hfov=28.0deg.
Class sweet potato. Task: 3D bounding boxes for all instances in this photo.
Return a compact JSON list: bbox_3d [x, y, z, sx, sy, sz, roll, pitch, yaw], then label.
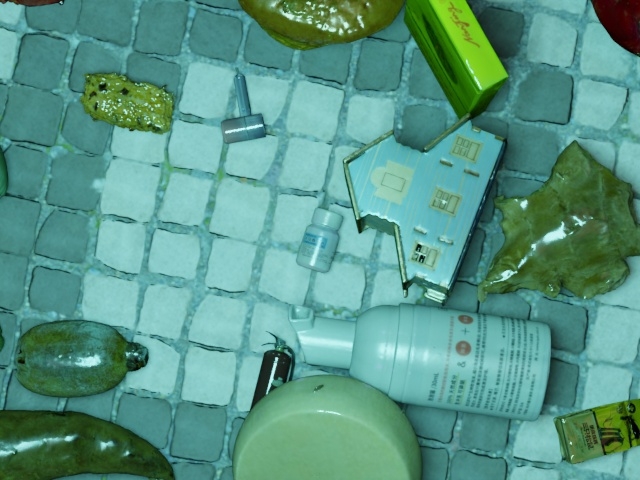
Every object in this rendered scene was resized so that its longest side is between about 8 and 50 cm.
[{"bbox_3d":[-0.421,0.305,1.837,0.422,0.130,0.131,-1,87,-8],"label":"sweet potato"}]

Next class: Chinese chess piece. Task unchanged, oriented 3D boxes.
[{"bbox_3d":[0.011,0.315,1.793,0.273,0.102,0.273,3,115,7],"label":"Chinese chess piece"}]

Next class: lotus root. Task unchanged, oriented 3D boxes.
[{"bbox_3d":[-0.344,0.171,1.858,0.192,0.088,0.113,-1,80,0],"label":"lotus root"}]

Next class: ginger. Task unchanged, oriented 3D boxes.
[{"bbox_3d":[0.340,0.003,1.851,0.270,0.123,0.219,-44,84,8],"label":"ginger"}]

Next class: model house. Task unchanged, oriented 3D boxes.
[{"bbox_3d":[0.126,-0.060,1.822,0.206,0.178,0.271,20,86,4],"label":"model house"}]

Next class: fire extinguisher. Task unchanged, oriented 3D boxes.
[{"bbox_3d":[-0.073,0.216,1.876,0.064,0.043,0.158,16,87,-28],"label":"fire extinguisher"}]

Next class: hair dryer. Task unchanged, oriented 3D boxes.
[{"bbox_3d":[-0.120,-0.203,1.906,0.063,0.037,0.114,-9,79,1],"label":"hair dryer"}]

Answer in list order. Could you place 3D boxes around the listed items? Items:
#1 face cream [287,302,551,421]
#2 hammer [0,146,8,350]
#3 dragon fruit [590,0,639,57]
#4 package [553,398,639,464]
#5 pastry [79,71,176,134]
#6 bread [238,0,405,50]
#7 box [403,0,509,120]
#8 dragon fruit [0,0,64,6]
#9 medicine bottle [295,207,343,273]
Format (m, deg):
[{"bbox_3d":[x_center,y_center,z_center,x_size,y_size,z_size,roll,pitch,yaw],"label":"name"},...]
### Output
[{"bbox_3d":[0.133,0.161,1.830,0.369,0.145,0.146,9,87,2],"label":"face cream"},{"bbox_3d":[-0.531,0.011,1.863,0.206,0.119,0.336,-15,93,1],"label":"hammer"},{"bbox_3d":[0.492,-0.372,1.812,0.241,0.241,0.252,-33,103,-2],"label":"dragon fruit"},{"bbox_3d":[0.411,0.277,1.869,0.131,0.047,0.071,-15,85,-2],"label":"package"},{"bbox_3d":[-0.286,-0.202,1.892,0.140,0.056,0.080,8,76,3],"label":"pastry"},{"bbox_3d":[0.000,-0.396,1.861,0.268,0.146,0.269,0,84,-3],"label":"bread"},{"bbox_3d":[0.178,-0.268,1.754,0.047,0.335,0.187,-28,87,2],"label":"box"},{"bbox_3d":[-0.430,-0.406,1.874,0.120,0.127,0.161,40,87,10],"label":"dragon fruit"},{"bbox_3d":[0.000,0.000,1.882,0.052,0.052,0.089,18,87,1],"label":"medicine bottle"}]
